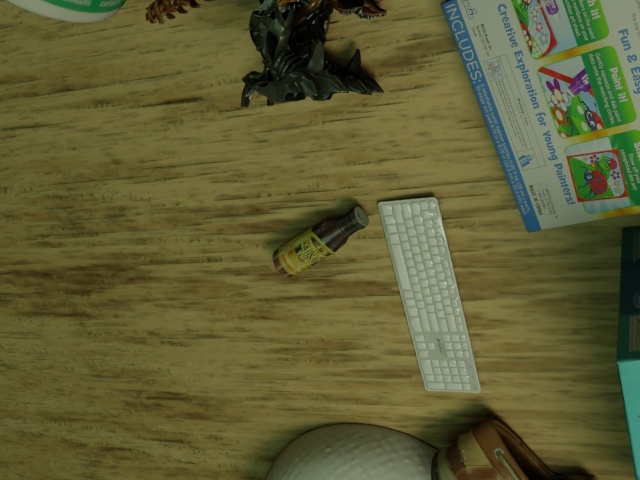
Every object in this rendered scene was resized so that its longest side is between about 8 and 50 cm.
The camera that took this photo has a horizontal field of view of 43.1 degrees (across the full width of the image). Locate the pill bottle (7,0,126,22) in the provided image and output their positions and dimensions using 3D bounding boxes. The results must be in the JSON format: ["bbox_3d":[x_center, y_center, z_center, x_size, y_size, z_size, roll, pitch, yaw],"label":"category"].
[{"bbox_3d":[-0.195,-0.397,0.734,0.204,0.204,0.361,42,123,-2],"label":"pill bottle"}]

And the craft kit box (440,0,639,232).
[{"bbox_3d":[0.264,-0.144,0.730,0.247,0.061,0.249,-9,111,43],"label":"craft kit box"}]

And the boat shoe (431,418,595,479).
[{"bbox_3d":[0.285,0.337,0.959,0.324,0.122,0.120,38,109,-2],"label":"boat shoe"}]

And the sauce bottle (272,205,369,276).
[{"bbox_3d":[0.000,0.000,0.950,0.128,0.042,0.042,-34,99,33],"label":"sauce bottle"}]

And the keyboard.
[{"bbox_3d":[0.129,0.069,0.948,0.072,0.014,0.256,-6,112,25],"label":"keyboard"}]

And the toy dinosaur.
[{"bbox_3d":[-0.016,-0.247,0.799,0.322,0.164,0.218,0,101,42],"label":"toy dinosaur"}]

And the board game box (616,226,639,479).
[{"bbox_3d":[0.349,0.186,0.775,0.079,0.254,0.336,-7,112,25],"label":"board game box"}]

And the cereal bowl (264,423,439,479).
[{"bbox_3d":[0.060,0.420,1.079,0.339,0.141,0.339,10,119,18],"label":"cereal bowl"}]
